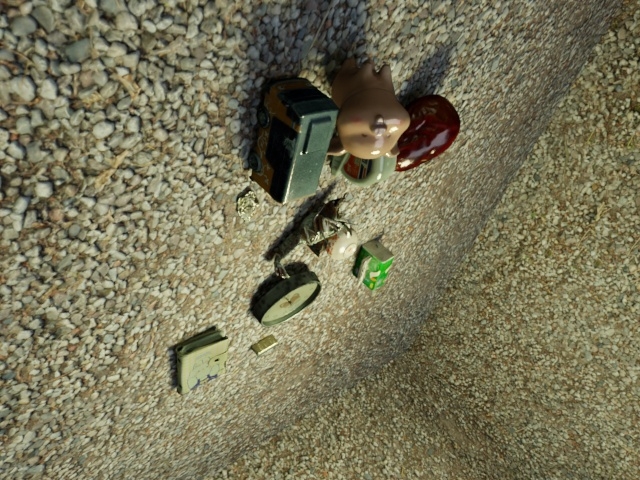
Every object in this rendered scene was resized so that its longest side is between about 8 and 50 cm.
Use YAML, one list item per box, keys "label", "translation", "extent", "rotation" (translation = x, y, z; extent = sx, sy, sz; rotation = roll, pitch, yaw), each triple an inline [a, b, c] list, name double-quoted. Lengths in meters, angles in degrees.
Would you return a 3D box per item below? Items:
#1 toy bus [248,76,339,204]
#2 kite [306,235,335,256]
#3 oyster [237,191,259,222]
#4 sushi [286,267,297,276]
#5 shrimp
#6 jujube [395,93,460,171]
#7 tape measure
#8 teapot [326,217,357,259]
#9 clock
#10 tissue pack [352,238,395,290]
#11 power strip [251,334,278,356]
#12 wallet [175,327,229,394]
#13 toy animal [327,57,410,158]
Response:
- label: "toy bus"
  translation: [-0.082, -0.282, 1.415]
  extent: [0.161, 0.194, 0.324]
  rotation: [-20, 143, -37]
- label: "kite"
  translation: [0.000, 0.000, 1.982]
  extent: [0.010, 0.159, 0.190]
  rotation: [44, 46, -31]
- label: "oyster"
  translation: [-0.236, -0.109, 1.595]
  extent: [0.098, 0.037, 0.100]
  rotation: [-46, 151, -1]
- label: "sushi"
  translation: [-0.122, 0.153, 2.075]
  extent: [0.046, 0.044, 0.083]
  rotation: [-44, 150, -6]
- label: "shrimp"
  translation: [-0.026, -0.021, 1.882]
  extent: [0.410, 0.166, 0.221]
  rotation: [-34, -175, 2]
- label: "jujube"
  translation: [0.372, -0.401, 1.851]
  extent: [0.318, 0.223, 0.223]
  rotation: [-39, 152, 4]
- label: "tape measure"
  translation: [0.151, -0.306, 1.669]
  extent: [0.125, 0.246, 0.243]
  rotation: [-28, 141, -36]
- label: "teapot"
  translation: [0.097, 0.005, 2.132]
  extent: [0.159, 0.116, 0.246]
  rotation: [-14, 133, -28]
- label: "clock"
  translation: [-0.138, 0.257, 2.117]
  extent: [0.325, 0.067, 0.325]
  rotation: [-31, 157, -15]
- label: "tissue pack"
  translation: [0.244, 0.132, 2.425]
  extent: [0.156, 0.148, 0.209]
  rotation: [-26, 146, -35]
- label: "power strip"
  translation: [-0.263, 0.498, 2.316]
  extent: [0.123, 0.056, 0.032]
  rotation: [-27, 145, -31]
- label: "wallet"
  translation: [-0.485, 0.497, 2.002]
  extent: [0.223, 0.077, 0.310]
  rotation: [-22, 146, -31]
- label: "toy animal"
  translation: [0.129, -0.385, 1.435]
  extent: [0.236, 0.326, 0.270]
  rotation: [-3, 120, -11]
